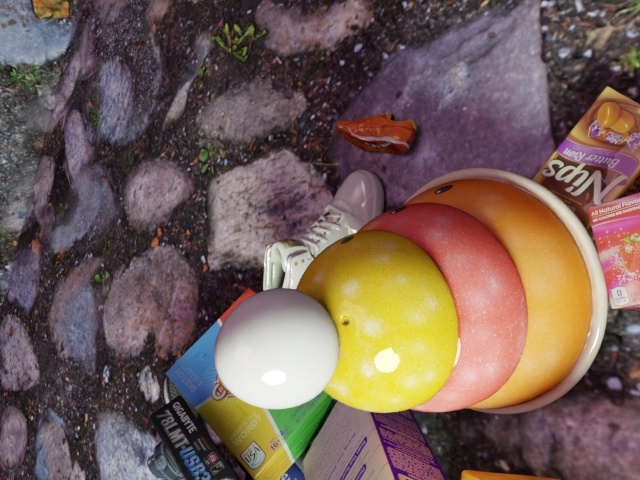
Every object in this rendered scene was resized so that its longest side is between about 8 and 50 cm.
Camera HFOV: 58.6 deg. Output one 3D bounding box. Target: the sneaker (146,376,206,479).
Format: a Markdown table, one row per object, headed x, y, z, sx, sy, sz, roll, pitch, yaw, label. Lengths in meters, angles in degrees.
| x | y | z | sx | sy | sz | roll | pitch | yaw | label |
| --- | --- | --- | --- | --- | --- | --- | --- | --- | --- |
| -0.345 | 0.436 | 1.315 | 0.163 | 0.086 | 0.226 | -42 | 58 | 27 | sneaker |

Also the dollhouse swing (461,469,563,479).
| x | y | z | sx | sy | sz | roll | pitch | yaw | label |
| --- | --- | --- | --- | --- | --- | --- | --- | --- | --- |
| 0.342 | 0.458 | 0.609 | 0.315 | 0.305 | 0.346 | 171 | 105 | -67 | dollhouse swing |

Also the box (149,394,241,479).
| x | y | z | sx | sy | sz | roll | pitch | yaw | label |
| --- | --- | --- | --- | --- | --- | --- | --- | --- | --- |
| -0.151 | 0.445 | 0.960 | 0.296 | 0.073 | 0.293 | 27 | 146 | 51 | box |

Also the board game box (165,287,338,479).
| x | y | z | sx | sy | sz | roll | pitch | yaw | label |
| --- | --- | --- | --- | --- | --- | --- | --- | --- | --- |
| -0.116 | 0.259 | 1.068 | 0.242 | 0.064 | 0.317 | -47 | 47 | -14 | board game box |

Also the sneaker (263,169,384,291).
| x | y | z | sx | sy | sz | roll | pitch | yaw | label |
| --- | --- | --- | --- | --- | --- | --- | --- | --- | --- |
| 0.000 | 0.000 | 1.014 | 0.108 | 0.169 | 0.292 | 27 | 100 | 44 | sneaker |

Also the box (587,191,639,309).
| x | y | z | sx | sy | sz | roll | pitch | yaw | label |
| --- | --- | --- | --- | --- | --- | --- | --- | --- | --- |
| 0.451 | -0.007 | 0.623 | 0.257 | 0.123 | 0.128 | -20 | 69 | 39 | box |

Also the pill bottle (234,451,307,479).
| x | y | z | sx | sy | sz | roll | pitch | yaw | label |
| --- | --- | --- | --- | --- | --- | --- | --- | --- | --- |
| -0.058 | 0.439 | 1.020 | 0.219 | 0.123 | 0.122 | 35 | 107 | 41 | pill bottle |

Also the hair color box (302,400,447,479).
| x | y | z | sx | sy | sz | roll | pitch | yaw | label |
| --- | --- | --- | --- | --- | --- | --- | --- | --- | --- |
| 0.070 | 0.346 | 0.792 | 0.185 | 0.110 | 0.339 | -61 | 8 | 7 | hair color box |

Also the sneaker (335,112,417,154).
| x | y | z | sx | sy | sz | roll | pitch | yaw | label |
| --- | --- | --- | --- | --- | --- | --- | --- | --- | --- |
| 0.102 | -0.199 | 1.039 | 0.175 | 0.064 | 0.067 | 19 | 76 | 38 | sneaker |

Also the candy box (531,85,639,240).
| x | y | z | sx | sy | sz | roll | pitch | yaw | label |
| --- | --- | --- | --- | --- | --- | --- | --- | --- | --- |
| 0.371 | -0.096 | 0.763 | 0.109 | 0.053 | 0.186 | 49 | 117 | 36 | candy box |

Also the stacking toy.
| x | y | z | sx | sy | sz | roll | pitch | yaw | label |
| --- | --- | --- | --- | --- | --- | --- | --- | --- | --- |
| 0.089 | 0.086 | 0.674 | 0.351 | 0.480 | 0.350 | 5 | 98 | 43 | stacking toy |
